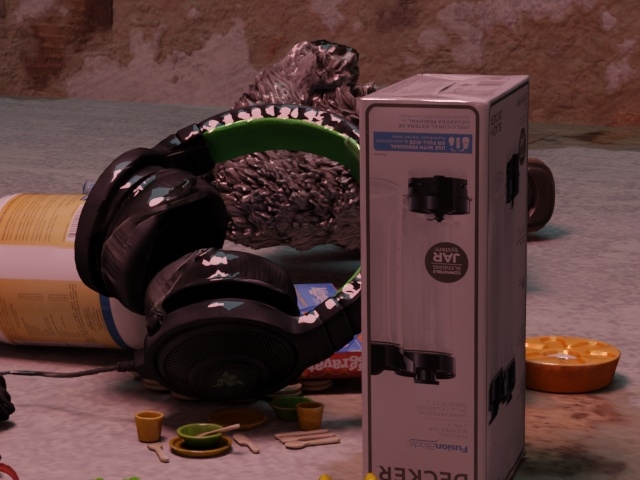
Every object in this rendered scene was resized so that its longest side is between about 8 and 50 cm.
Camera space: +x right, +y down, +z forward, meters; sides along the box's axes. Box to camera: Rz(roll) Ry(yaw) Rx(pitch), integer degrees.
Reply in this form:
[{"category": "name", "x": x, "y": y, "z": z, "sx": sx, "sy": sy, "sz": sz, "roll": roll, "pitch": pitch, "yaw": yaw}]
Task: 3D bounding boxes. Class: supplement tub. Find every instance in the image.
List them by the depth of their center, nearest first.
[{"category": "supplement tub", "x": -0.235, "y": 0.028, "z": 1.582, "sx": 0.200, "sy": 0.144, "sz": 0.144, "roll": 1, "pitch": 11, "yaw": 19}]

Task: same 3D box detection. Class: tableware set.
[{"category": "tableware set", "x": -0.068, "y": 0.140, "z": 1.336, "sx": 0.154, "sy": 0.024, "sz": 0.104, "roll": -4, "pitch": 11, "yaw": -20}]

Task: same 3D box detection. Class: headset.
[{"category": "headset", "x": -0.117, "y": 0.020, "z": 1.370, "sx": 0.394, "sy": 0.185, "sz": 0.243, "roll": -34, "pitch": 55, "yaw": -9}]

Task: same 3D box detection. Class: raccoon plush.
[{"category": "raccoon plush", "x": 0.000, "y": 0.000, "z": 1.842, "sx": 0.299, "sy": 0.446, "sz": 0.216, "roll": 43, "pitch": -11, "yaw": 15}]

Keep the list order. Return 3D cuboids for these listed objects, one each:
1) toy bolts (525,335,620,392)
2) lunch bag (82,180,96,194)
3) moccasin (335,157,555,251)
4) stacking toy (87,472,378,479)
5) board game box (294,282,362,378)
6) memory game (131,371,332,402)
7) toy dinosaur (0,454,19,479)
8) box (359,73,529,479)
[{"category": "toy bolts", "x": 0.140, "y": 0.040, "z": 1.509, "sx": 0.218, "sy": 0.158, "sz": 0.228, "roll": -4, "pitch": 12, "yaw": -21}, {"category": "lunch bag", "x": -0.206, "y": -0.016, "z": 1.985, "sx": 0.151, "sy": 0.096, "sz": 0.129, "roll": 13, "pitch": 6, "yaw": -11}, {"category": "moccasin", "x": 0.103, "y": -0.062, "z": 2.105, "sx": 0.380, "sy": 0.139, "sz": 0.147, "roll": -8, "pitch": 8, "yaw": -29}, {"category": "stacking toy", "x": -0.064, "y": 0.189, "z": 1.029, "sx": 0.221, "sy": 0.052, "sz": 0.167, "roll": -1, "pitch": 9, "yaw": 3}, {"category": "board game box", "x": -0.037, "y": 0.081, "z": 1.576, "sx": 0.145, "sy": 0.027, "sz": 0.281, "roll": -2, "pitch": 10, "yaw": -8}, {"category": "memory game", "x": -0.073, "y": 0.114, "z": 1.503, "sx": 0.186, "sy": 0.012, "sz": 0.186, "roll": 1, "pitch": 10, "yaw": 0}, {"category": "toy dinosaur", "x": -0.271, "y": 0.155, "z": 1.214, "sx": 0.082, "sy": 0.047, "sz": 0.090, "roll": -25, "pitch": 32, "yaw": -23}, {"category": "box", "x": 0.090, "y": 0.035, "z": 1.195, "sx": 0.087, "sy": 0.290, "sz": 0.169, "roll": 2, "pitch": 13, "yaw": 17}]
